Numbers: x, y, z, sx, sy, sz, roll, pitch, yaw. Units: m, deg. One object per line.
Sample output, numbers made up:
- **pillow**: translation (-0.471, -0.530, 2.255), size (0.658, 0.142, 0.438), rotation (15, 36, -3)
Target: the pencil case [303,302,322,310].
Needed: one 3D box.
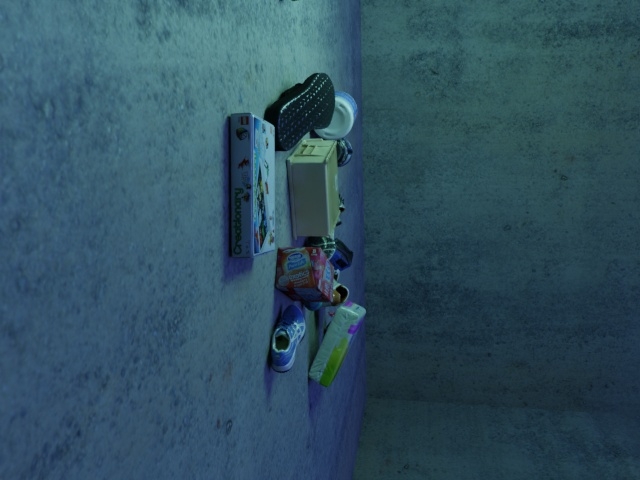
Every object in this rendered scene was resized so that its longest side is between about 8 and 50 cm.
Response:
- **pencil case**: translation (-0.034, 0.170, 1.906), size (0.152, 0.064, 0.070), rotation (79, 31, -49)

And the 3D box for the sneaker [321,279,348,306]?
- **sneaker**: translation (0.058, 0.215, 2.262), size (0.290, 0.123, 0.106), rotation (-42, 130, -78)

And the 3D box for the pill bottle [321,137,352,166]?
- **pill bottle**: translation (0.052, -0.342, 2.170), size (0.219, 0.122, 0.123), rotation (-35, 125, -77)

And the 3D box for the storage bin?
- **storage bin**: translation (-0.014, -0.174, 1.834), size (0.260, 0.123, 0.263), rotation (-69, 157, -64)

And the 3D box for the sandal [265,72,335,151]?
- **sandal**: translation (-0.068, -0.383, 1.632), size (0.446, 0.106, 0.168), rotation (-46, 139, -57)

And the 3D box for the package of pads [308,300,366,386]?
- **package of pads**: translation (0.065, 0.382, 2.143), size (0.297, 0.101, 0.229), rotation (-66, 171, 5)

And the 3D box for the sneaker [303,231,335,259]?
- **sneaker**: translation (0.006, 0.040, 2.004), size (0.283, 0.110, 0.122), rotation (-73, 165, -55)

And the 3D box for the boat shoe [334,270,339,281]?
- **boat shoe**: translation (0.070, 0.141, 2.563), size (0.035, 0.035, 0.100), rotation (-72, 167, -66)

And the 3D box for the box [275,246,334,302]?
- **box**: translation (-0.041, 0.107, 1.691), size (0.257, 0.128, 0.123), rotation (56, 37, -71)

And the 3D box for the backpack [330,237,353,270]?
- **backpack**: translation (0.065, 0.060, 2.357), size (0.120, 0.101, 0.098), rotation (49, 26, -23)

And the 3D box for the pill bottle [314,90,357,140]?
- **pill bottle**: translation (0.058, -0.471, 2.099), size (0.272, 0.152, 0.153), rotation (-68, 157, -67)

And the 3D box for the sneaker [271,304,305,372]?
- **sneaker**: translation (-0.089, 0.259, 1.572), size (0.081, 0.080, 0.211), rotation (85, 10, -45)

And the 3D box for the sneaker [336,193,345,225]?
- **sneaker**: translation (0.047, -0.158, 2.209), size (0.100, 0.107, 0.272), rotation (72, 20, -56)

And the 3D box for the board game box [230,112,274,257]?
- **board game box**: translation (-0.149, -0.120, 1.279), size (0.193, 0.053, 0.306), rotation (-17, 107, -80)

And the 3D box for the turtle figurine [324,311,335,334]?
- **turtle figurine**: translation (0.072, 0.394, 2.369), size (0.175, 0.118, 0.234), rotation (54, 51, -49)
